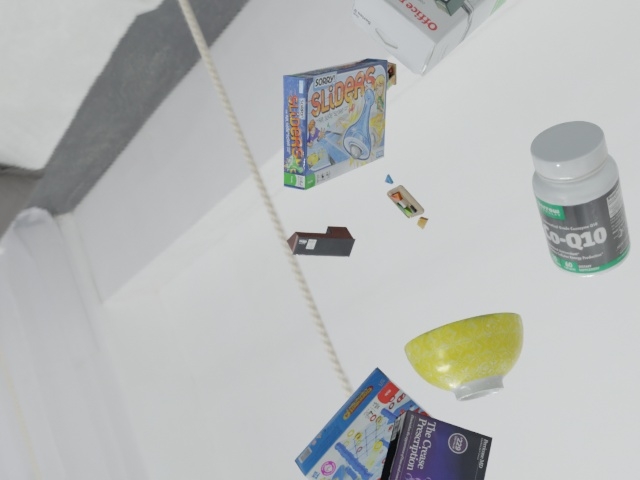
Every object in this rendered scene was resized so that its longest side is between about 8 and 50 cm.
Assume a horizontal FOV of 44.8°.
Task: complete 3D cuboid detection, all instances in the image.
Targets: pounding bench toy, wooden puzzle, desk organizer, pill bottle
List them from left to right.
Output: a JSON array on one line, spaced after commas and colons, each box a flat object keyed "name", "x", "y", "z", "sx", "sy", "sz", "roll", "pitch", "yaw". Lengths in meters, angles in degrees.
[{"name": "desk organizer", "x": 0.000, "y": 0.000, "z": 1.602, "sx": 0.130, "sy": 0.050, "sz": 0.047, "roll": 2, "pitch": 124, "yaw": -25}, {"name": "pounding bench toy", "x": 0.115, "y": -0.354, "z": 1.663, "sx": 0.065, "sy": 0.083, "sz": 0.052, "roll": -49, "pitch": 149, "yaw": -35}, {"name": "wooden puzzle", "x": 0.154, "y": -0.068, "z": 1.415, "sx": 0.014, "sy": 0.116, "sz": 0.078, "roll": -44, "pitch": 177, "yaw": -15}, {"name": "pill bottle", "x": 0.641, "y": -0.101, "z": 1.924, "sx": 0.204, "sy": 0.204, "sz": 0.361, "roll": -24, "pitch": 124, "yaw": 4}]

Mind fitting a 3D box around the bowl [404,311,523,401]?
[{"name": "bowl", "x": 0.358, "y": 0.291, "z": 1.842, "sx": 0.290, "sy": 0.156, "sz": 0.289, "roll": -12, "pitch": 159, "yaw": -5}]

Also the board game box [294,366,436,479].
[{"name": "board game box", "x": 0.150, "y": 0.525, "z": 1.920, "sx": 0.308, "sy": 0.302, "sz": 0.086, "roll": -49, "pitch": -157, "yaw": -3}]

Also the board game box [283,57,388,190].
[{"name": "board game box", "x": 0.022, "y": -0.154, "z": 0.990, "sx": 0.035, "sy": 0.136, "sz": 0.201, "roll": 13, "pitch": -156, "yaw": 30}]

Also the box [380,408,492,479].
[{"name": "box", "x": 0.212, "y": 0.489, "z": 1.519, "sx": 0.184, "sy": 0.261, "sz": 0.103, "roll": 19, "pitch": 156, "yaw": -3}]

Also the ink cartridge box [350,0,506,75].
[{"name": "ink cartridge box", "x": 0.236, "y": -0.512, "z": 1.605, "sx": 0.289, "sy": 0.211, "sz": 0.121, "roll": -45, "pitch": 170, "yaw": -20}]
